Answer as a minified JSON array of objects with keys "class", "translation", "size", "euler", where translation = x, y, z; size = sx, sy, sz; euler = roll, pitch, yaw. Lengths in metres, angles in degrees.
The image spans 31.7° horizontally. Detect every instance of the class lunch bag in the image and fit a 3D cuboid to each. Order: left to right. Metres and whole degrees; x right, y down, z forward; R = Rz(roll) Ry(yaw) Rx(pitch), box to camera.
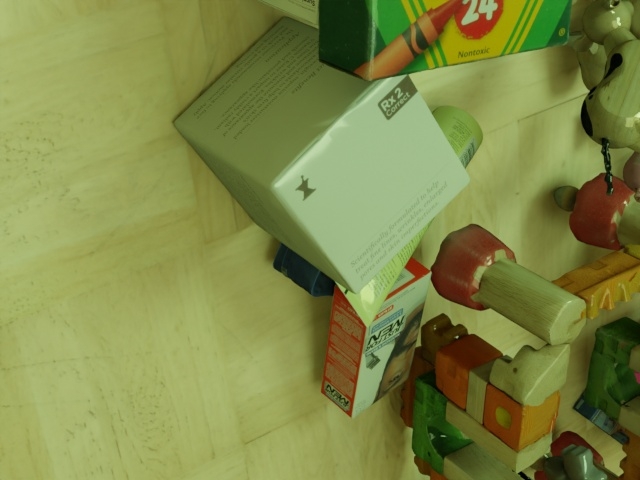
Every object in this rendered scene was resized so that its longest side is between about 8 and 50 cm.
[{"class":"lunch bag","translation":[0.000,0.000,1.118],"size":[0.067,0.065,0.098],"euler":[5,113,-57]}]

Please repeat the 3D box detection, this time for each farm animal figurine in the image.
[{"class":"farm animal figurine","translation":[0.341,-0.214,1.164],"size":[0.326,0.172,0.330],"euler":[-69,167,11]}]

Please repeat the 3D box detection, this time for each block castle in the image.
[{"class":"block castle","translation":[0.251,0.172,1.290],"size":[0.303,0.213,0.453],"euler":[-20,125,-32]}]

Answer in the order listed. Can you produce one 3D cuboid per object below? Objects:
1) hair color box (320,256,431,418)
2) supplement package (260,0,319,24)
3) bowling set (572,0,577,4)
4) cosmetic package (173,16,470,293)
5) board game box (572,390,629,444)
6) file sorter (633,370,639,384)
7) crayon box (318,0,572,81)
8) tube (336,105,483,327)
[{"class":"hair color box","translation":[0.056,0.098,1.175],"size":[0.093,0.053,0.167],"euler":[-31,146,-33]},{"class":"supplement package","translation":[0.049,-0.299,0.952],"size":[0.194,0.149,0.203],"euler":[-8,116,-31]},{"class":"bowling set","translation":[0.257,-0.298,1.004],"size":[0.200,0.287,0.154],"euler":[-22,119,-21]},{"class":"cosmetic package","translation":[0.000,-0.080,1.002],"size":[0.151,0.184,0.151],"euler":[-45,130,-8]},{"class":"board game box","translation":[0.444,0.219,1.556],"size":[0.201,0.035,0.136],"euler":[37,89,-41]},{"class":"file sorter","translation":[0.549,0.178,1.450],"size":[0.291,0.182,0.202],"euler":[-33,107,-30]},{"class":"crayon box","translation":[0.099,-0.293,0.839],"size":[0.202,0.081,0.318],"euler":[-15,118,-27]},{"class":"tube","translation":[0.081,-0.034,1.109],"size":[0.240,0.070,0.062],"euler":[-56,175,-30]}]
